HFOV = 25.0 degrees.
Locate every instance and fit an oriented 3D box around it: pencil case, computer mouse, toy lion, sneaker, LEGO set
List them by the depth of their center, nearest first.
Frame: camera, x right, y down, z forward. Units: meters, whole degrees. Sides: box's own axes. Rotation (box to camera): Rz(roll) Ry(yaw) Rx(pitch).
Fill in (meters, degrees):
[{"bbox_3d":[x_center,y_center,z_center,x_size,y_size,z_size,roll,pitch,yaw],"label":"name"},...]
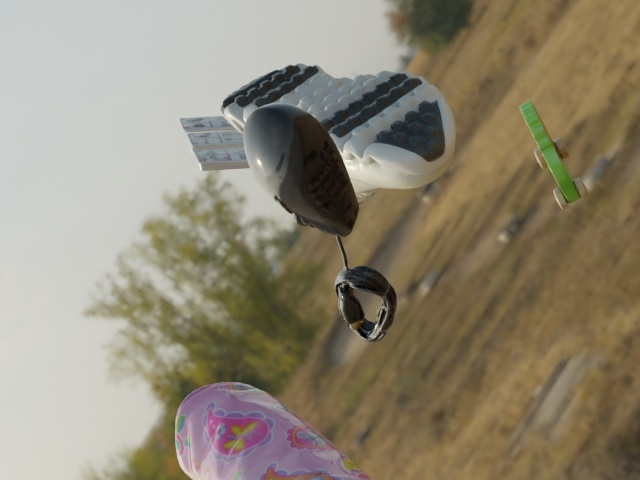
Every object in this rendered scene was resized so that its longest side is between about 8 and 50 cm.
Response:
[{"bbox_3d":[0.000,0.000,0.966,0.041,0.071,0.242,-54,-38,-26],"label":"computer mouse"},{"bbox_3d":[0.027,-0.076,1.217,0.110,0.118,0.292,-30,24,-20],"label":"sneaker"},{"bbox_3d":[-0.041,0.235,1.403,0.124,0.124,0.284,-58,34,-4],"label":"pencil case"},{"bbox_3d":[0.238,-0.095,1.503,0.034,0.096,0.100,-27,49,11],"label":"toy lion"},{"bbox_3d":[-0.040,-0.111,1.761,0.182,0.244,0.060,-122,30,-64],"label":"LEGO set"}]
